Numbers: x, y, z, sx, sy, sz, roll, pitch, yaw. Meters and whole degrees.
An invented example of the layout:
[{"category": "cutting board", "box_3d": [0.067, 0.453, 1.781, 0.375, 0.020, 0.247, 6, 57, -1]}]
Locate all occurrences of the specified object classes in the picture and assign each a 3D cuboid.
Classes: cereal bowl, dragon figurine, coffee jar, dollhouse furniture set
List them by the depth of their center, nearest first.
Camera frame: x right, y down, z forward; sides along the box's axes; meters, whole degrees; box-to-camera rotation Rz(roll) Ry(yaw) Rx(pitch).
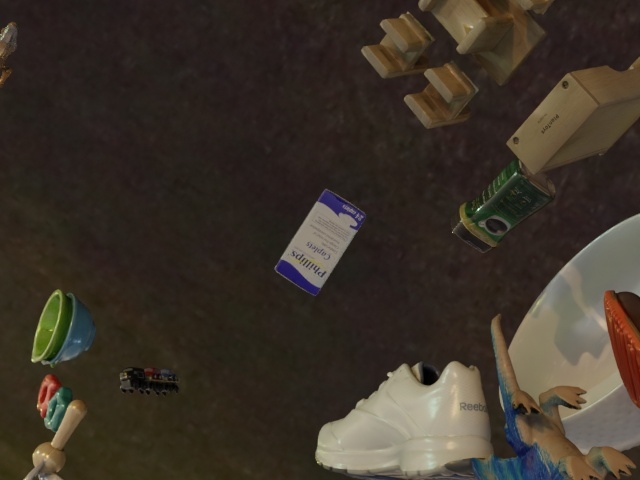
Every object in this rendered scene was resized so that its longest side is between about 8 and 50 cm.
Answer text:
[{"category": "dragon figurine", "box_3d": [0.205, 0.214, 1.015, 0.289, 0.085, 0.144, 55, 139, 33]}, {"category": "dollhouse furniture set", "box_3d": [0.210, -0.199, 1.091, 0.242, 0.161, 0.212, 52, 129, 17]}, {"category": "cereal bowl", "box_3d": [0.386, 0.129, 1.317, 0.141, 0.339, 0.339, 38, 153, -14]}, {"category": "coffee jar", "box_3d": [0.321, -0.059, 1.896, 0.096, 0.079, 0.184, 32, 124, -23]}]

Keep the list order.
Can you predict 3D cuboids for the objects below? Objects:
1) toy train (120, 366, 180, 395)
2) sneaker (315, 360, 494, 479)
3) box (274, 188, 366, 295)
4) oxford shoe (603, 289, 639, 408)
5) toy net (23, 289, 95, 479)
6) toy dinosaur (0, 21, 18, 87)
[{"category": "toy train", "box_3d": [-0.229, 0.189, 1.439, 0.027, 0.036, 0.158, -13, 167, 13]}, {"category": "sneaker", "box_3d": [0.095, 0.204, 1.182, 0.111, 0.129, 0.297, 14, 162, -31]}, {"category": "box", "box_3d": [0.000, 0.000, 1.532, 0.072, 0.137, 0.126, 32, -178, -1]}, {"category": "oxford shoe", "box_3d": [0.346, 0.116, 1.021, 0.271, 0.098, 0.097, -103, -4, -67]}, {"category": "toy net", "box_3d": [-0.252, 0.165, 0.964, 0.045, 0.232, 0.122, 21, 148, -29]}, {"category": "toy dinosaur", "box_3d": [-0.382, -0.142, 1.103, 0.112, 0.211, 0.064, 26, 151, 55]}]
